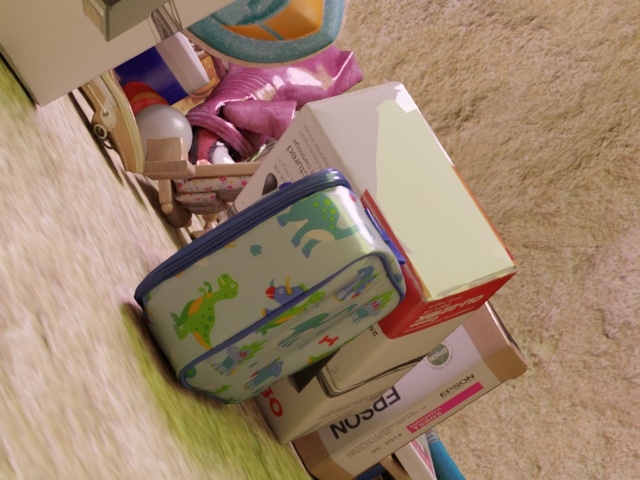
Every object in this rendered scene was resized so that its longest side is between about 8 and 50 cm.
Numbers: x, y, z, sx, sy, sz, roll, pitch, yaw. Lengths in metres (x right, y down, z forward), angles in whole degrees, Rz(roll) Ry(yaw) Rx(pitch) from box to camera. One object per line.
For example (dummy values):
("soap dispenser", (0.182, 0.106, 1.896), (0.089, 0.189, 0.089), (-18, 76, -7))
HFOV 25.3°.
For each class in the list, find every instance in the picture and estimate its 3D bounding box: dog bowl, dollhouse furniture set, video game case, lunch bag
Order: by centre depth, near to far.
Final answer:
("lunch bag", (-0.028, 0.036, 1.020), (0.090, 0.176, 0.219), (59, 2, 14))
("dollhouse furniture set", (0.000, 0.000, 1.472), (0.355, 0.303, 0.174), (46, 41, -82))
("dog bowl", (-0.242, -0.275, 1.692), (0.265, 0.104, 0.265), (59, 1, -1))
("video game case", (0.071, 0.179, 1.759), (0.204, 0.025, 0.285), (56, 5, -8))

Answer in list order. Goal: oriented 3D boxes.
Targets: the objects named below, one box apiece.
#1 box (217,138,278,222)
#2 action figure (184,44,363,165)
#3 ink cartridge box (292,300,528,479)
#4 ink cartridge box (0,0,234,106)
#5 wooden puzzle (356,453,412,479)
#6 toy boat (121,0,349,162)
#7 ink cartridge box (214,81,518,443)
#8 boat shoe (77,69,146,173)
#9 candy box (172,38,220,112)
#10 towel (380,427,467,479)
("box", (-0.065, -0.037, 2.079), (0.232, 0.148, 0.127), (60, 1, 6))
("action figure", (-0.094, -0.182, 1.856), (0.276, 0.248, 0.370), (54, 35, -13))
("ink cartridge box", (0.055, 0.101, 1.419), (0.193, 0.234, 0.088), (59, 6, 28))
("ink cartridge box", (-0.139, -0.245, 1.109), (0.115, 0.272, 0.198), (61, 0, -31))
("wooden puzzle", (0.010, 0.176, 1.796), (0.322, 0.080, 0.348), (59, 6, 24))
("toy boat", (-0.109, -0.227, 1.503), (0.267, 0.318, 0.148), (29, 11, -30))
("ink cartridge box", (0.015, 0.026, 1.242), (0.197, 0.114, 0.273), (59, -39, 17))
("boat shoe", (-0.201, -0.124, 1.288), (0.056, 0.048, 0.153), (120, -54, -77))
("candy box", (-0.210, -0.315, 2.144), (0.088, 0.183, 0.316), (59, 1, 21))
("towel", (0.148, 0.343, 2.036), (0.370, 0.040, 0.271), (-120, -160, -48))
